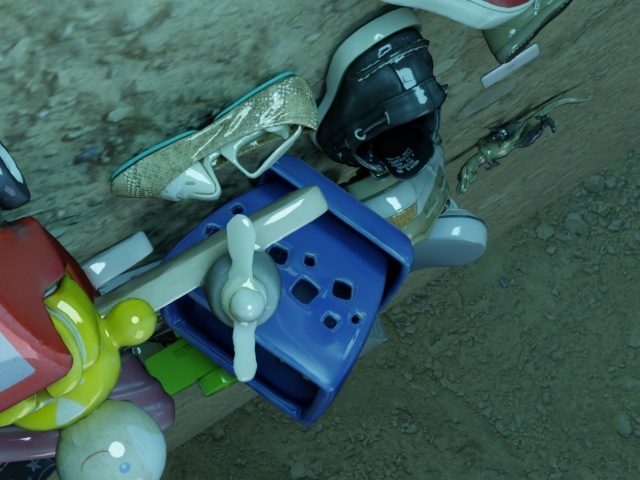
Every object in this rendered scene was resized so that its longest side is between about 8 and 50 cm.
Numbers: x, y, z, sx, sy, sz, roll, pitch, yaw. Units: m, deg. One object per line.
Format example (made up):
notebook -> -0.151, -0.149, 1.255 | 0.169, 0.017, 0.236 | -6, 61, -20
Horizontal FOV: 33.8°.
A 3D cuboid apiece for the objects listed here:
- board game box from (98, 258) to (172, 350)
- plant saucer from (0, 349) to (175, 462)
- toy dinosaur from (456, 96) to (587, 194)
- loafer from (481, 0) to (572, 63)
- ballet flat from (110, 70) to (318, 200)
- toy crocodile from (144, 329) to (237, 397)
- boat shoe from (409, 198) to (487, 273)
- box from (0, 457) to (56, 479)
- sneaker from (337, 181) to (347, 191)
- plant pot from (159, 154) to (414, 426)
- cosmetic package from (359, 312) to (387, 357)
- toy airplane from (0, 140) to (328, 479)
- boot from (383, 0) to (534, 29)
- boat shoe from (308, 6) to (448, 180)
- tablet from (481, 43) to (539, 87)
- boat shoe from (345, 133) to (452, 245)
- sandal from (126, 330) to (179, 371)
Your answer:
board game box -> -0.225, 0.083, 1.387 | 0.305, 0.053, 0.193 | -22, 166, -38
plant saucer -> -0.325, 0.170, 1.137 | 0.332, 0.084, 0.332 | -3, 179, 0
toy dinosaur -> 0.322, -0.172, 1.702 | 0.268, 0.064, 0.118 | -33, 176, 3
loafer -> 0.225, -0.248, 1.091 | 0.148, 0.050, 0.056 | -44, 176, -12
ballet flat -> -0.092, -0.077, 0.953 | 0.206, 0.067, 0.073 | -31, 171, 3
toy crocodile -> -0.096, 0.110, 1.405 | 0.340, 0.115, 0.105 | -36, 168, 19
boat shoe -> 0.144, -0.038, 1.604 | 0.136, 0.156, 0.367 | 10, 169, -16
box -> -0.470, 0.322, 1.340 | 0.247, 0.142, 0.163 | -47, -172, -14
sneaker -> 0.000, 0.000, 1.466 | 0.107, 0.110, 0.275 | -27, 169, -18
plant pot -> -0.034, 0.051, 1.217 | 0.212, 0.236, 0.236 | -53, 173, -18
cosmetic package -> -0.022, 0.114, 1.686 | 0.238, 0.127, 0.107 | 14, 141, -42
toy airplane -> -0.214, 0.095, 0.862 | 0.384, 0.272, 0.386 | -20, 165, -48
boot -> 0.145, -0.246, 0.776 | 0.176, 0.088, 0.244 | -39, 163, 33
boat shoe -> 0.072, -0.118, 1.087 | 0.127, 0.113, 0.340 | -29, 170, -13
tablet -> 0.247, -0.226, 1.368 | 0.083, 0.006, 0.054 | -33, 169, 10
boat shoe -> 0.109, -0.063, 1.348 | 0.113, 0.103, 0.302 | -25, -173, 23
sandal -> -0.184, 0.148, 1.664 | 0.086, 0.120, 0.303 | -21, 179, 42
